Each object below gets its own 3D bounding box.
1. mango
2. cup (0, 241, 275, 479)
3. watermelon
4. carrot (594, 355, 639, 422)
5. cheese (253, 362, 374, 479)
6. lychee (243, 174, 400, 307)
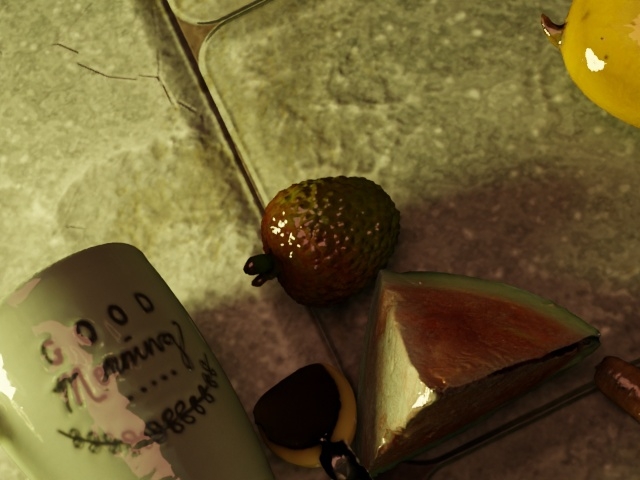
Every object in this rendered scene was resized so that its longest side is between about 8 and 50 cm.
[{"bbox_3d":[0.346,-0.161,1.050,0.316,0.119,0.177,17,69,10],"label":"mango"},{"bbox_3d":[-0.185,0.161,0.972,0.258,0.186,0.234,-26,66,-33],"label":"cup"},{"bbox_3d":[0.117,0.117,0.966,0.207,0.136,0.202,-6,26,16],"label":"watermelon"},{"bbox_3d":[0.284,0.150,0.972,0.165,0.036,0.035,41,81,22],"label":"carrot"},{"bbox_3d":[0.004,0.159,0.987,0.086,0.036,0.162,-35,30,-5],"label":"cheese"},{"bbox_3d":[0.000,0.000,1.056,0.146,0.114,0.114,-28,64,-12],"label":"lychee"}]
